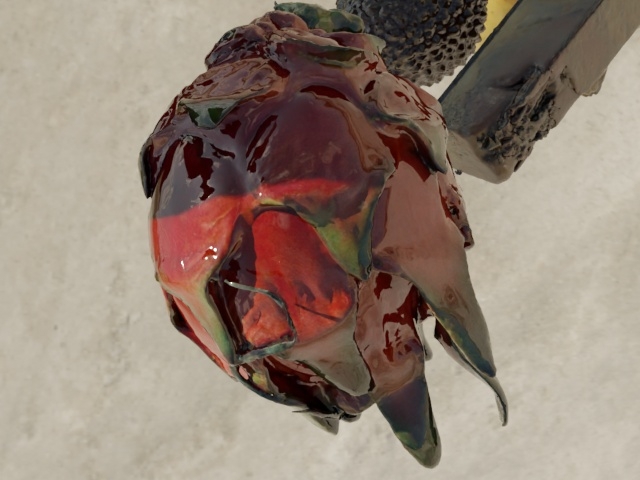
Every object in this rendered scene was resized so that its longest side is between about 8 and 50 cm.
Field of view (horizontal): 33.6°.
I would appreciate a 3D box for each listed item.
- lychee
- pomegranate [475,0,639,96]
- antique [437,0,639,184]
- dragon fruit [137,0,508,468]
[{"bbox_3d":[0.111,-0.270,1.253,0.188,0.188,0.188,-5,82,34],"label":"lychee"},{"bbox_3d":[0.341,-0.408,1.541,0.410,0.410,0.410,-5,82,34],"label":"pomegranate"},{"bbox_3d":[0.243,-0.201,1.139,0.093,0.087,0.310,28,72,40],"label":"antique"},{"bbox_3d":[0.000,0.000,0.590,0.192,0.193,0.274,162,95,-72],"label":"dragon fruit"}]
